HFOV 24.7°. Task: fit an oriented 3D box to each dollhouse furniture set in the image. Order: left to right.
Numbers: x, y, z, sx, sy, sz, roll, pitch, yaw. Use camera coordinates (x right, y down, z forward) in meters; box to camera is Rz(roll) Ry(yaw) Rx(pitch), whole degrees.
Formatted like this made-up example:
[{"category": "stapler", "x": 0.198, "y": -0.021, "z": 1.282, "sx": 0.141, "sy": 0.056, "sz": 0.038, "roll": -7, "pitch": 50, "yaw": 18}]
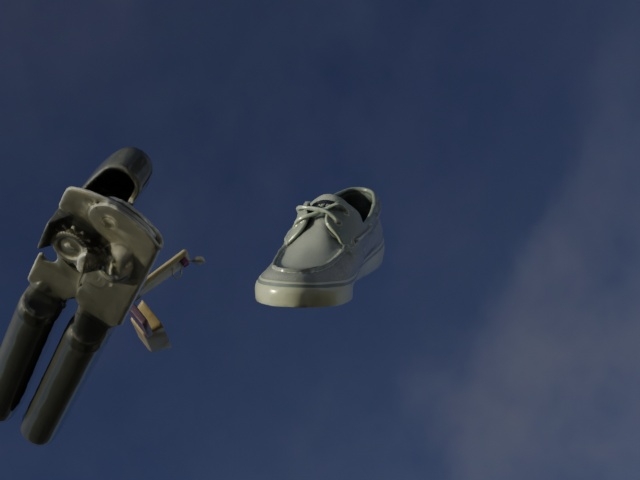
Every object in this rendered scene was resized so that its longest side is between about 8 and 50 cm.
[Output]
[{"category": "dollhouse furniture set", "x": -0.147, "y": 0.040, "z": 1.330, "sx": 0.081, "sy": 0.091, "sz": 0.114, "roll": -37, "pitch": -21, "yaw": -13}]

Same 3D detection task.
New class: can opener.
[{"category": "can opener", "x": -0.176, "y": 0.043, "z": 1.069, "sx": 0.076, "sy": 0.095, "sz": 0.283, "roll": 30, "pitch": -43, "yaw": -3}]

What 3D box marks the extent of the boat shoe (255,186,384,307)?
[{"category": "boat shoe", "x": 0.001, "y": 0.000, "z": 1.239, "sx": 0.079, "sy": 0.227, "sz": 0.081, "roll": 4, "pitch": -76, "yaw": 16}]
